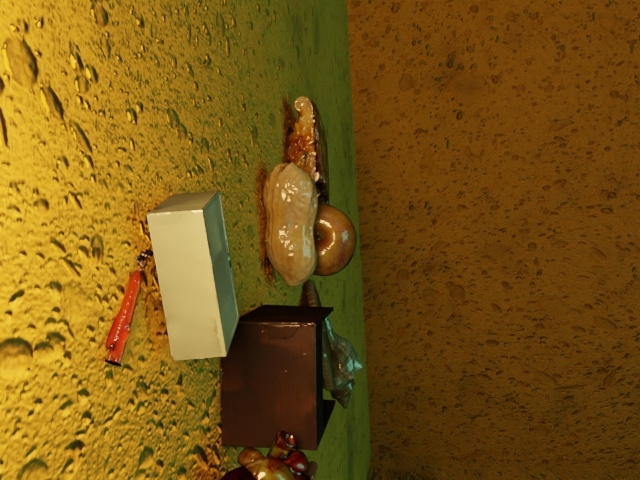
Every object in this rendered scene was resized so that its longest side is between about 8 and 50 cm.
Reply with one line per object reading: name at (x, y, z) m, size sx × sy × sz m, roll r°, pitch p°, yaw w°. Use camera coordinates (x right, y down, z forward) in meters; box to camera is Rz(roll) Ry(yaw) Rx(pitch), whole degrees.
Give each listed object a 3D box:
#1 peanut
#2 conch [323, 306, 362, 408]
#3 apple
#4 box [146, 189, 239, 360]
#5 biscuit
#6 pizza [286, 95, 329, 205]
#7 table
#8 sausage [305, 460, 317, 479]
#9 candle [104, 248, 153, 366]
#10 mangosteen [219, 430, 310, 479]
peanut at (-0.070, -0.037, 1.272) m, size 0.149 × 0.149 × 0.314 m, roll -26°, pitch 115°, yaw -77°
conch at (0.070, 0.439, 1.893) m, size 0.203 × 0.169 × 0.387 m, roll 178°, pitch -86°, yaw -76°
apple at (0.000, 0.000, 1.452) m, size 0.188 × 0.210 × 0.211 m, roll 19°, pitch 70°, yaw -80°
box at (-0.188, 0.048, 0.765) m, size 0.129 × 0.086 × 0.225 m, roll -91°, pitch 177°, yaw -73°
biscuit at (0.001, 0.304, 1.644) m, size 0.325 × 0.044 × 0.217 m, roll -102°, pitch -178°, yaw -48°
pizza at (-0.028, -0.238, 1.553) m, size 0.409 × 0.113 × 0.278 m, roll 76°, pitch 17°, yaw -46°
table at (-0.079, 0.279, 1.103) m, size 0.282 × 0.196 × 0.251 m, roll -3°, pitch 92°, yaw -81°
sausage at (-0.031, 0.771, 1.681) m, size 0.083 × 0.034 × 0.034 m, roll -44°, pitch 133°, yaw -74°
candle at (-0.251, 0.081, 0.662) m, size 0.021 × 0.026 × 0.168 m, roll 114°, pitch -16°, yaw -55°
mangosteen at (-0.092, 0.475, 0.902) m, size 0.228 × 0.228 × 0.266 m, roll 34°, pitch 64°, yaw -76°
